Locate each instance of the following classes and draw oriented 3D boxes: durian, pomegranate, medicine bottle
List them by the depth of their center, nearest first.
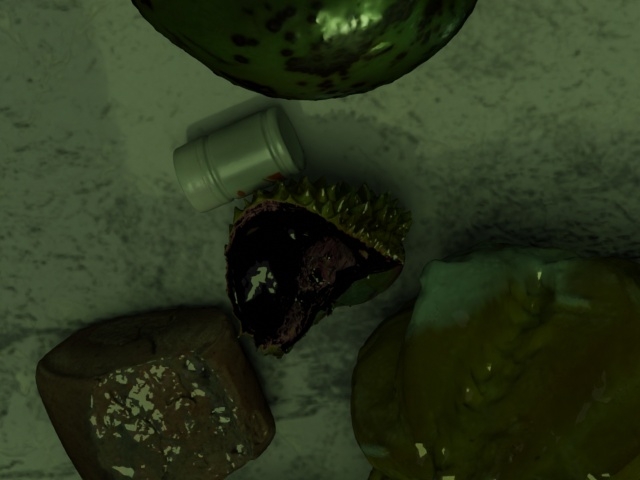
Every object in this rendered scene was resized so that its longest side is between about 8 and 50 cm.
[{"bbox_3d":[-0.044,-0.244,1.092,0.341,0.285,0.285,22,116,30],"label":"pomegranate"},{"bbox_3d":[-0.062,-0.062,1.250,0.089,0.057,0.057,-22,108,13],"label":"medicine bottle"},{"bbox_3d":[0.003,0.000,1.251,0.119,0.108,0.187,54,135,6],"label":"durian"}]

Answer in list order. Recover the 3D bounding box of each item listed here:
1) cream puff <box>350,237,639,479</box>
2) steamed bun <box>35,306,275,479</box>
[{"bbox_3d":[0.177,0.181,1.210,0.378,0.275,0.378,1,112,3],"label":"cream puff"},{"bbox_3d":[-0.132,0.137,1.312,0.175,0.106,0.144,-15,110,9],"label":"steamed bun"}]
